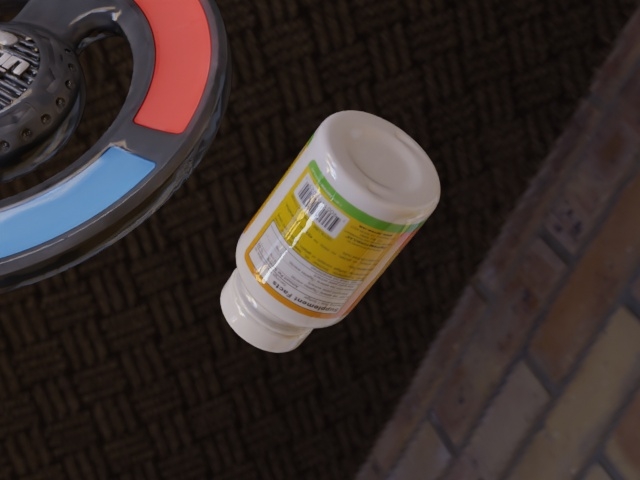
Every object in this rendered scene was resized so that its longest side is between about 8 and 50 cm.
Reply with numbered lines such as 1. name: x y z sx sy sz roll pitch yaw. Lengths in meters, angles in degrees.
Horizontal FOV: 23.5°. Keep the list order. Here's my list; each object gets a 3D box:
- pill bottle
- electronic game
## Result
1. pill bottle: 0.000 0.000 1.528 0.136 0.136 0.246 17 132 -25
2. electronic game: -0.153 -0.065 0.706 0.229 0.229 0.048 -23 139 -6
